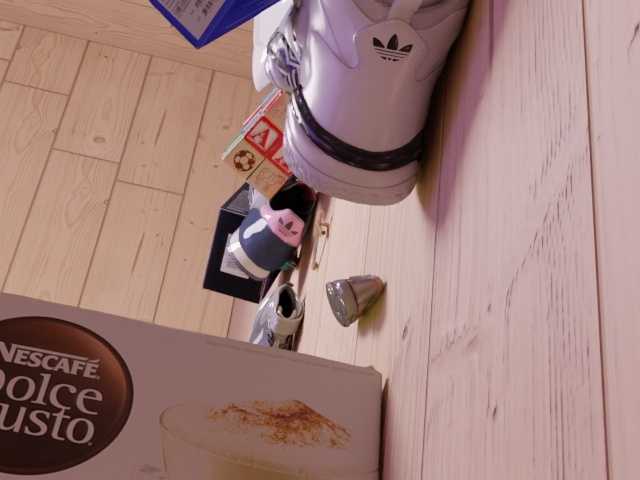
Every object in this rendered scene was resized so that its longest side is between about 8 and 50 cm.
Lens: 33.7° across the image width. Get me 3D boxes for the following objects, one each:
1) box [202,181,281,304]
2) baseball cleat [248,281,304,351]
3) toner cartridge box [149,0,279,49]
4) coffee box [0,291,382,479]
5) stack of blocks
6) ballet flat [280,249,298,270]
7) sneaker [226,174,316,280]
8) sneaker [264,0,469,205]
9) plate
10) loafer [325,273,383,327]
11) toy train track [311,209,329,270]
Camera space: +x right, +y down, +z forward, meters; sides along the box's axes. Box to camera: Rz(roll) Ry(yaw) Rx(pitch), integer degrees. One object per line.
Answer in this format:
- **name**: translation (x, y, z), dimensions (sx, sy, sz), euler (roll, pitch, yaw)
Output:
- **box**: translation (-0.119, 0.000, 1.858), dimensions (0.207, 0.108, 0.153), euler (-61, -14, -70)
- **baseball cleat**: translation (-0.071, 0.154, 1.462), dimensions (0.109, 0.072, 0.206), euler (128, 151, -60)
- **toner cartridge box**: translation (-0.011, -0.310, 0.997), dimensions (0.165, 0.075, 0.348), euler (-43, 2, 39)
- **coffee box**: translation (-0.162, 0.285, 0.797), dimensions (0.334, 0.338, 0.338), euler (-84, 8, -45)
- **stack of blocks**: translation (-0.057, -0.171, 1.587), dimensions (0.171, 0.087, 0.297), euler (-48, 10, 6)
- **ballet flat**: translation (-0.055, 0.025, 1.724), dimensions (0.114, 0.041, 0.041), euler (150, 133, -80)
- **sneaker**: translation (-0.047, -0.061, 1.669), dimensions (0.131, 0.112, 0.319), euler (-40, 20, 27)
- **sneaker**: translation (0.042, -0.197, 0.909), dimensions (0.366, 0.137, 0.210), euler (-97, 22, -59)
- **plate**: translation (-0.031, -0.421, 1.733), dimensions (0.278, 0.045, 0.277), euler (-35, 41, 39)
- **loafer**: translation (0.031, 0.051, 0.954), dimensions (0.125, 0.039, 0.045), euler (130, 119, -82)
- **toy train track**: translation (0.000, 0.000, 1.404), dimensions (0.048, 0.014, 0.083), euler (-112, 29, -67)
